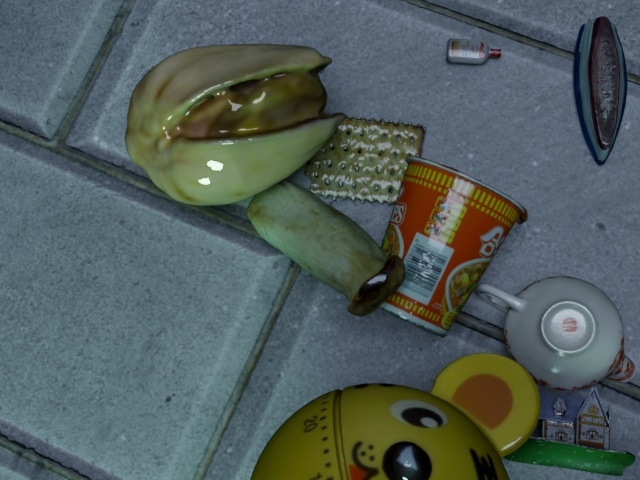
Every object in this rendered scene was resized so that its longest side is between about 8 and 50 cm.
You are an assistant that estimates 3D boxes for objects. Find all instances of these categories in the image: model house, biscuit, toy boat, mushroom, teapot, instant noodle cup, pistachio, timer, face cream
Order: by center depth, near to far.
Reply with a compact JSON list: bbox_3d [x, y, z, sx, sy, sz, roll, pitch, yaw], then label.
[{"bbox_3d":[0.112,0.329,1.107,0.387,0.376,0.376,-17,76,10],"label":"timer"},{"bbox_3d":[0.337,0.255,1.235,0.167,0.117,0.088,6,62,9],"label":"model house"},{"bbox_3d":[0.329,0.122,1.267,0.245,0.116,0.159,35,94,19],"label":"teapot"},{"bbox_3d":[0.000,0.000,1.269,0.100,0.081,0.312,-44,44,-7],"label":"mushroom"},{"bbox_3d":[0.164,0.016,1.275,0.193,0.193,0.212,25,90,11],"label":"instant noodle cup"},{"bbox_3d":[-0.126,-0.174,1.309,0.321,0.238,0.229,-16,100,5],"label":"pistachio"},{"bbox_3d":[0.423,-0.228,1.361,0.080,0.046,0.229,3,76,4],"label":"toy boat"},{"bbox_3d":[0.055,-0.125,1.391,0.203,0.016,0.144,6,78,7],"label":"biscuit"},{"bbox_3d":[0.238,-0.293,1.407,0.083,0.021,0.040,4,78,7],"label":"face cream"}]
